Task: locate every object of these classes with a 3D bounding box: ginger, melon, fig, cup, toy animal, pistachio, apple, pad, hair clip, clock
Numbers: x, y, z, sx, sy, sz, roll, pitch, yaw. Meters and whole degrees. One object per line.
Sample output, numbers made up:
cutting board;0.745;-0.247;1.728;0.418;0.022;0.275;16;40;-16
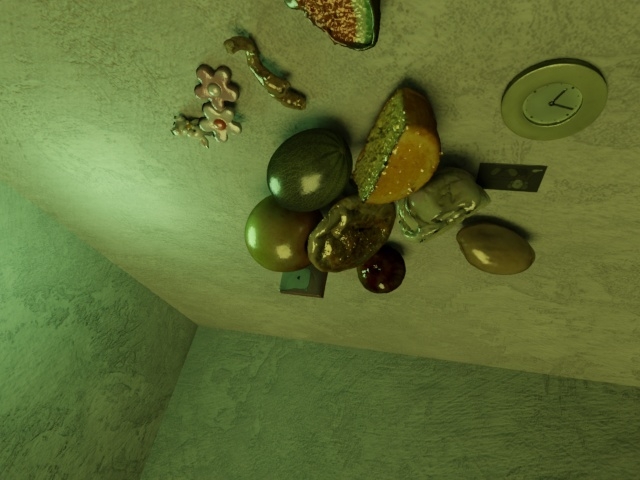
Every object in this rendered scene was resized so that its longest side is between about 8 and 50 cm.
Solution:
ginger;-0.141;-0.446;1.163;0.089;0.075;0.288;19;166;45
melon;-0.033;-0.217;1.337;0.237;0.238;0.301;32;141;-28
fig;0.274;0.134;1.905;0.216;0.217;0.321;6;173;15
cup;0.085;-0.203;1.517;0.083;0.075;0.054;41;179;-44
toy animal;-0.429;-0.366;1.435;0.124;0.071;0.085;10;150;8
pistachio;0.626;0.029;1.551;0.292;0.162;0.182;20;115;-3
apple;-0.124;-0.025;1.634;0.277;0.319;0.319;35;167;39
pad;0.587;-0.195;1.334;0.190;0.004;0.127;6;150;16
hair clip;-0.310;-0.413;1.308;0.146;0.075;0.257;17;147;6
clock;0.572;-0.342;1.062;0.234;0.029;0.235;11;149;7

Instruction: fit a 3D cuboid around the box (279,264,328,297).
box;-0.071;0.161;2.052;0.215;0.215;0.086;4;163;17

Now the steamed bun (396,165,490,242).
steamed bun;0.362;-0.130;1.353;0.268;0.207;0.280;-36;166;29

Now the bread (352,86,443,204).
bread;0.233;-0.243;1.197;0.178;0.194;0.340;10;137;-17

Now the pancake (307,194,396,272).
pancake;0.122;-0.017;1.579;0.386;0.082;0.387;-23;141;-20

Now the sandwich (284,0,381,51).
sandwich;0.026;-0.535;0.900;0.292;0.109;0.212;36;151;-29
